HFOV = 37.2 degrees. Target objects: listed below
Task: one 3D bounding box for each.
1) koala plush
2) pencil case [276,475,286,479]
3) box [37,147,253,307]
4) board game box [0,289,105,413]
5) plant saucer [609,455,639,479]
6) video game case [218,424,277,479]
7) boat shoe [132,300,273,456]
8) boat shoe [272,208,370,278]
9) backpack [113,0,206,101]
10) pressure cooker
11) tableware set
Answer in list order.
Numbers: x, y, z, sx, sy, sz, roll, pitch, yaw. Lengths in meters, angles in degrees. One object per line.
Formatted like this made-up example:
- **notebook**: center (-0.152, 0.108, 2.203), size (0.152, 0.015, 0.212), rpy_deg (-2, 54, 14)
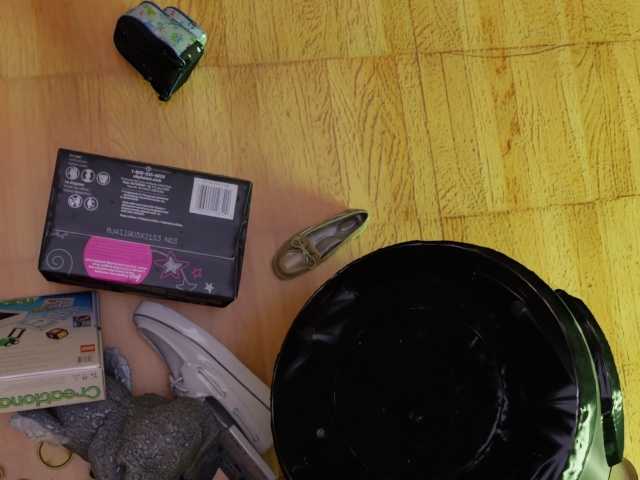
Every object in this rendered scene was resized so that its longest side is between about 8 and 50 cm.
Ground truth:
- **koala plush**: center (-0.252, 0.235, 1.181), size (0.221, 0.203, 0.196), rpy_deg (35, 45, 17)
- **pencil case**: center (-0.154, 0.446, 1.184), size (0.386, 0.167, 0.160), rpy_deg (-28, 78, -14)
- **box**: center (-0.227, -0.012, 1.242), size (0.247, 0.142, 0.164), rpy_deg (9, 79, -12)
- **board game box**: center (-0.420, 0.141, 1.157), size (0.305, 0.193, 0.053), rpy_deg (-6, 116, -12)
- **plant saucer**: center (0.425, 0.354, 1.393), size (0.083, 0.015, 0.084), rpy_deg (2, 81, -12)
- **video game case**: center (-0.108, 0.285, 1.237), size (0.011, 0.122, 0.087), rpy_deg (-40, 91, -32)
- **boat shoe**: center (-0.153, 0.184, 1.249), size (0.258, 0.095, 0.084), rpy_deg (39, 62, -3)
- **boat shoe**: center (0.001, 0.001, 1.335), size (0.153, 0.048, 0.056), rpy_deg (-29, 89, -14)
- **backpack**: center (-0.220, -0.269, 1.301), size (0.114, 0.105, 0.084), rpy_deg (40, 54, -3)
- **pressure cooker**: center (0.168, 0.213, 1.166), size (0.375, 0.420, 0.370), rpy_deg (26, 83, 27)
- **tableware set**: center (-0.353, 0.303, 1.233), size (0.154, 0.024, 0.104), rpy_deg (-5, 83, -12)
